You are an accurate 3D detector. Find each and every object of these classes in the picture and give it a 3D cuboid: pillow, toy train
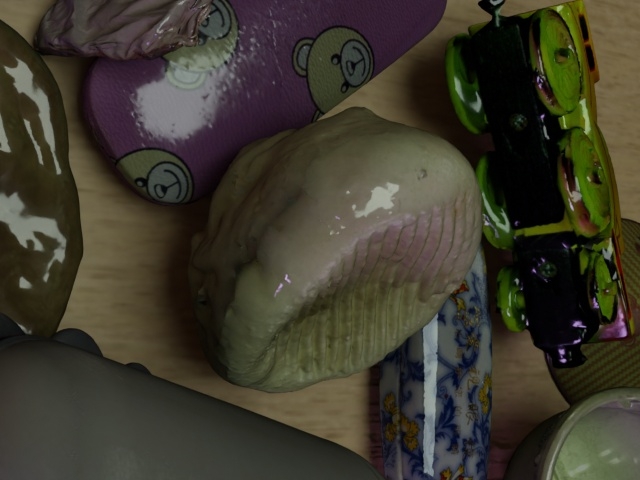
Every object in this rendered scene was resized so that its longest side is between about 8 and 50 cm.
[{"bbox_3d":[-0.088,-0.217,0.742,0.248,0.135,0.049,-61,142,-19],"label":"pillow"},{"bbox_3d":[0.184,-0.051,0.904,0.160,0.100,0.296,-26,105,-60],"label":"toy train"}]

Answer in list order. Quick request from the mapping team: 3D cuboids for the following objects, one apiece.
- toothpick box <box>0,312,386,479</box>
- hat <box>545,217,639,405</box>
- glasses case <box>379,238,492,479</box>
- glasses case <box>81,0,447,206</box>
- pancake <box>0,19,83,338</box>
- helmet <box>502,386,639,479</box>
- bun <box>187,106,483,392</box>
[{"bbox_3d":[-0.114,0.166,0.630,0.316,0.229,0.229,31,71,-41],"label":"toothpick box"},{"bbox_3d":[0.294,0.073,1.007,0.193,0.082,0.193,2,87,-34],"label":"hat"},{"bbox_3d":[0.090,0.104,0.878,0.087,0.065,0.248,5,83,-39],"label":"glasses case"},{"bbox_3d":[-0.029,-0.144,0.808,0.316,0.076,0.123,-40,109,-26],"label":"glasses case"},{"bbox_3d":[-0.262,-0.035,0.650,0.294,0.049,0.294,11,72,-38],"label":"pancake"},{"bbox_3d":[0.231,0.236,0.920,0.257,0.137,0.204,48,64,-14],"label":"helmet"},{"bbox_3d":[0.000,0.000,0.757,0.231,0.231,0.133,-19,60,-33],"label":"bun"}]
